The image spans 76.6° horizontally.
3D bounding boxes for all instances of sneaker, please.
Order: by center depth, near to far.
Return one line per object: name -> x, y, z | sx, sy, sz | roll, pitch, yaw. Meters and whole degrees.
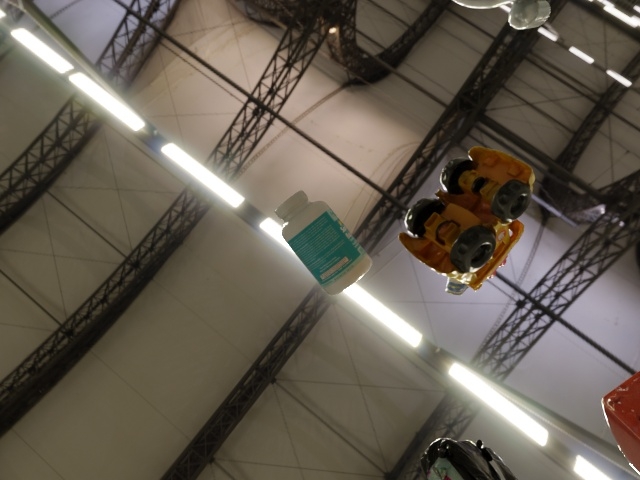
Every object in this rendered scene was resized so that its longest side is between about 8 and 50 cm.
sneaker -> 0.389, 0.096, 1.106 | 0.053, 0.059, 0.144 | 10, -154, 35

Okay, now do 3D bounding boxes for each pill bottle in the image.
pill bottle -> 0.000, 0.000, 1.040 | 0.264, 0.146, 0.146 | 51, -127, -3

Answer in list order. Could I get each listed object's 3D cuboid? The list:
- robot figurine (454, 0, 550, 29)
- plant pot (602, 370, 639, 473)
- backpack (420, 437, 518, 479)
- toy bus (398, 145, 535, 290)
robot figurine -> 0.295, -0.477, 0.619 | 0.353, 0.200, 0.299 | -41, -60, -40
plant pot -> 0.722, 0.374, 0.764 | 0.236, 0.267, 0.267 | 44, -169, -11
backpack -> 0.270, 0.444, 0.695 | 0.152, 0.115, 0.182 | 15, -160, -32
toy bus -> 0.287, -0.022, 0.724 | 0.212, 0.220, 0.149 | 31, -170, -39
